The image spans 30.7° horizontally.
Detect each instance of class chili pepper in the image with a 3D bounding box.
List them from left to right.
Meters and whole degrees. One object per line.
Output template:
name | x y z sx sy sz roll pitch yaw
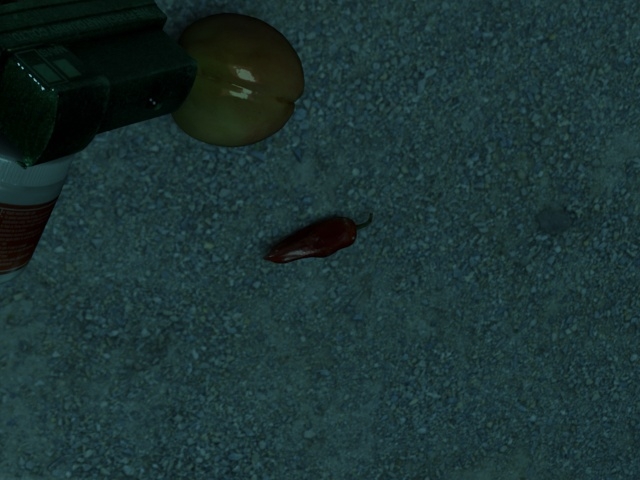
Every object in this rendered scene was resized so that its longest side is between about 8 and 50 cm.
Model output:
chili pepper | 0.001 0.001 1.756 0.191 0.059 0.050 -20 127 -20

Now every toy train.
toy train | -0.287 -0.199 1.386 0.330 0.178 0.138 -26 154 -51

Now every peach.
peach | -0.111 -0.211 1.545 0.184 0.184 0.184 -10 115 -22

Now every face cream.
face cream | -0.422 -0.072 1.415 0.201 0.201 0.187 15 117 -30

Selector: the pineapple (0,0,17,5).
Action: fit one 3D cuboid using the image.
pineapple | -0.353 -0.376 1.363 0.340 0.169 0.169 -35 122 -11
